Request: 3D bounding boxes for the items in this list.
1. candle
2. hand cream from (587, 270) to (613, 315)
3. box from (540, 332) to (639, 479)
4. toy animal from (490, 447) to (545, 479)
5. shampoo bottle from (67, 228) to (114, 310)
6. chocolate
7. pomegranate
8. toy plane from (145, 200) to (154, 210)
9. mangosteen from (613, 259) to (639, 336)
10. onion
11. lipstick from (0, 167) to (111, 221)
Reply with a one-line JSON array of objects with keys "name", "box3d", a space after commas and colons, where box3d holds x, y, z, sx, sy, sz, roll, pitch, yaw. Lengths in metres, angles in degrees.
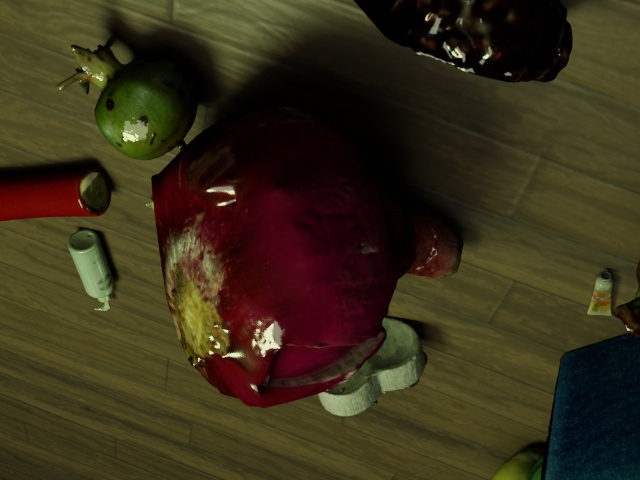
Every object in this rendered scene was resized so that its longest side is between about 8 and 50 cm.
[{"name": "candle", "box3d": [0.066, 0.188, 1.459, 0.168, 0.192, 0.068, 51, 163, 43]}, {"name": "hand cream", "box3d": [0.398, 0.079, 1.259, 0.035, 0.022, 0.102, 2, 142, 12]}, {"name": "box", "box3d": [0.452, 0.267, 1.243, 0.116, 0.279, 0.261, 41, 139, -22]}, {"name": "toy animal", "box3d": [0.401, 0.459, 1.569, 0.191, 0.216, 0.338, 50, 138, 8]}, {"name": "shampoo bottle", "box3d": [-0.402, 0.063, 1.602, 0.056, 0.056, 0.195, 11, 142, 14]}, {"name": "chocolate", "box3d": [0.167, -0.270, 0.855, 0.206, 0.224, 0.177, 8, 120, -20]}, {"name": "pomegranate", "box3d": [-0.245, -0.183, 1.175, 0.169, 0.148, 0.148, 31, 142, 6]}, {"name": "toy plane", "box3d": [-0.208, 0.046, 1.435, 0.229, 0.092, 0.244, 57, 168, 17]}, {"name": "mangosteen", "box3d": [0.472, 0.062, 1.023, 0.265, 0.228, 0.228, -10, 134, 9]}, {"name": "onion", "box3d": [0.000, 0.000, 1.172, 0.420, 0.398, 0.398, -15, 148, -23]}, {"name": "lipstick", "box3d": [-0.452, -0.072, 1.450, 0.241, 0.080, 0.080, -2, 136, 29]}]
